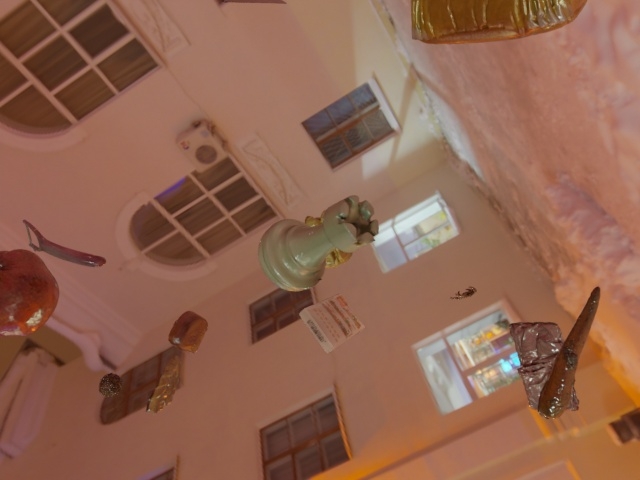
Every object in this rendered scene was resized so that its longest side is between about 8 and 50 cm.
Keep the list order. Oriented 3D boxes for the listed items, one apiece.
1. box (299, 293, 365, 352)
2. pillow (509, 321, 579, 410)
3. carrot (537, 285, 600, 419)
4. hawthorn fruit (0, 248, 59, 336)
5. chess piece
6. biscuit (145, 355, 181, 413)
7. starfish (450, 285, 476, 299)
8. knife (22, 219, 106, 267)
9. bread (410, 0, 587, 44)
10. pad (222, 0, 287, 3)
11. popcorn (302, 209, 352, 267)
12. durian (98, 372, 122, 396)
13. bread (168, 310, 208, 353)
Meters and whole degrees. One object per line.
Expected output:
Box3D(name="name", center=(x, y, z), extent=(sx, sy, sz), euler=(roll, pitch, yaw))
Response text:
Box3D(name="box", center=(0.034, 0.206, 1.361), extent=(0.122, 0.032, 0.220), euler=(52, -158, 12))
Box3D(name="pillow", center=(0.574, 0.330, 1.367), extent=(0.049, 0.135, 0.248), euler=(-26, -78, -49))
Box3D(name="carrot", center=(0.432, 0.197, 0.912), extent=(0.049, 0.254, 0.049), euler=(15, -169, -3))
Box3D(name="hawthorn fruit", center=(-0.734, 0.138, 1.271), extent=(0.253, 0.205, 0.205), euler=(91, 160, -54))
Box3D(name="chess piece", center=(0.000, 0.000, 1.302), extent=(0.195, 0.299, 0.194), euler=(19, -121, -34))
Box3D(name="biscuit", center=(-0.513, 0.480, 1.783), extent=(0.273, 0.036, 0.187), euler=(113, 173, -82))
Box3D(name="starfish", center=(0.402, 0.148, 1.476), extent=(0.091, 0.078, 0.028), euler=(-5, -111, -51))
Box3D(name="knife", center=(-0.793, 0.036, 1.627), extent=(0.123, 0.278, 0.053), euler=(102, -168, -47))
Box3D(name="bread", center=(0.285, -0.406, 0.877), extent=(0.288, 0.152, 0.119), euler=(14, 140, 48))
Box3D(name="pad", center=(-0.177, -0.454, 0.926), extent=(0.170, 0.006, 0.245), euler=(31, -150, 6))
Box3D(name="popcorn", center=(0.033, -0.005, 1.809), extent=(0.168, 0.174, 0.195), euler=(-8, -99, -48))
Box3D(name="durian", center=(-0.701, 0.486, 1.764), extent=(0.080, 0.091, 0.080), euler=(34, -165, -10))
Box3D(name="bread", center=(-0.437, 0.310, 1.787), extent=(0.126, 0.044, 0.129), euler=(45, -122, -37))
